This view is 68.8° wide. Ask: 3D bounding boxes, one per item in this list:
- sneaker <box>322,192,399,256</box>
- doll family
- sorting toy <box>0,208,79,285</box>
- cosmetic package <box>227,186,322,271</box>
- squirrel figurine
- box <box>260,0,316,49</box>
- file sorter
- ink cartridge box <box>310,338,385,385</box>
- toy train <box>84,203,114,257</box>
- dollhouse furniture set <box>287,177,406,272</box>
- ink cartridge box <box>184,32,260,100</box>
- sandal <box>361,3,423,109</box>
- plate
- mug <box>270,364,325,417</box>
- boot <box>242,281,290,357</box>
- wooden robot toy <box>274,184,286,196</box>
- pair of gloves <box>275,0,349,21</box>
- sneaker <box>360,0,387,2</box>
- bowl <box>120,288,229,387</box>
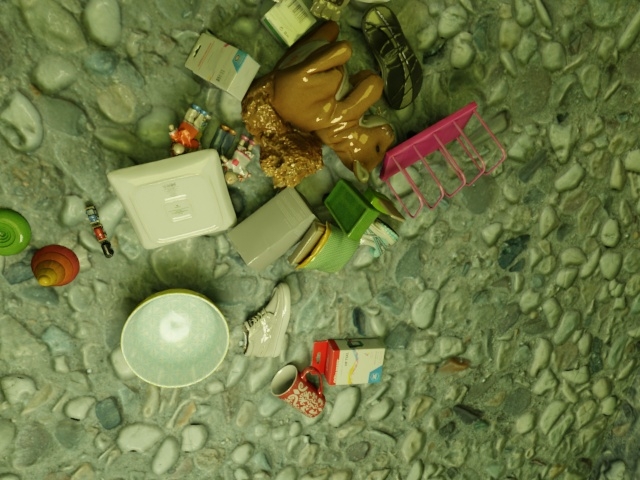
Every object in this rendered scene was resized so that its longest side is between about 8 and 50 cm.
[{"bbox_3d":[0.110,-0.040,1.433,0.283,0.110,0.122,33,99,-22],"label":"sneaker"},{"bbox_3d":[-0.307,-0.245,1.263,0.263,0.118,0.163,27,92,-40],"label":"doll family"},{"bbox_3d":[-0.796,0.010,1.181,0.127,0.126,0.365,-47,113,2],"label":"sorting toy"},{"bbox_3d":[-0.130,-0.033,1.332,0.238,0.127,0.107,-37,157,7],"label":"cosmetic package"},{"bbox_3d":[0.001,-0.313,1.264,0.397,0.281,0.370,-33,124,7],"label":"squirrel figurine"},{"bbox_3d":[-0.086,-0.575,1.220,0.102,0.087,0.101,-43,113,1],"label":"box"},{"bbox_3d":[0.350,-0.217,1.358,0.290,0.202,0.182,-31,80,-5],"label":"file sorter"},{"bbox_3d":[0.091,0.410,1.581,0.231,0.078,0.134,1,106,-15],"label":"ink cartridge box"},{"bbox_3d":[-0.603,-0.023,1.272,0.027,0.036,0.158,-18,111,-10],"label":"toy train"},{"bbox_3d":[0.074,0.009,1.286,0.197,0.151,0.301,16,119,-42],"label":"dollhouse furniture set"},{"bbox_3d":[-0.253,-0.447,1.197,0.104,0.181,0.061,-58,152,6],"label":"ink cartridge box"},{"bbox_3d":[0.201,-0.515,1.314,0.120,0.086,0.303,-28,123,0],"label":"sandal"},{"bbox_3d":[-0.379,-0.094,1.245,0.277,0.045,0.278,-15,136,-8],"label":"plate"},{"bbox_3d":[-0.055,0.501,1.542,0.150,0.113,0.169,-24,122,32],"label":"mug"},{"bbox_3d":[-0.172,0.250,1.446,0.123,0.095,0.258,3,107,-24],"label":"boot"},{"bbox_3d":[-0.106,-0.184,1.341,0.076,0.079,0.173,-19,111,-9],"label":"wooden robot toy"},{"bbox_3d":[-0.021,-0.658,1.120,0.240,0.042,0.204,12,122,-15],"label":"pair of gloves"},{"bbox_3d":[0.031,-0.725,1.208,0.365,0.135,0.150,14,60,-8],"label":"sneaker"},{"bbox_3d":[-0.414,0.256,1.348,0.289,0.156,0.290,-5,108,-15],"label":"bowl"}]
